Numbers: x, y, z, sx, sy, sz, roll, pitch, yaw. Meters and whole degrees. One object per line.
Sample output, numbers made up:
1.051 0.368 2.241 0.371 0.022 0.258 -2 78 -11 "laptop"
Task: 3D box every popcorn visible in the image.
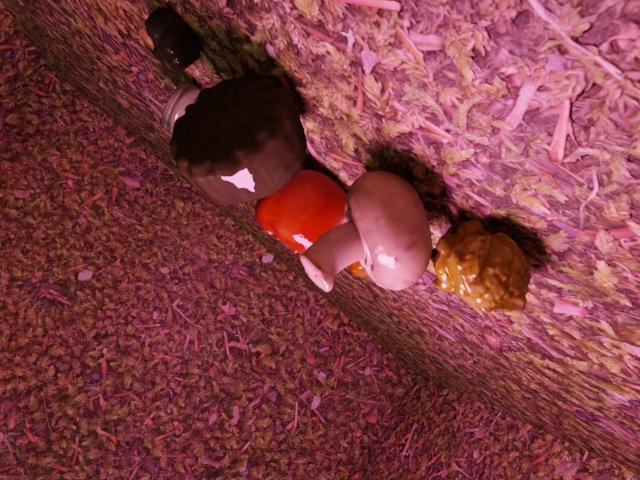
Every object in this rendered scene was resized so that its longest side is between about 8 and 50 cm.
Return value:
0.385 0.072 0.997 0.254 0.195 0.256 39 -174 21 "popcorn"

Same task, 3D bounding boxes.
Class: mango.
0.181 0.103 1.802 0.141 0.102 0.217 13 166 3 "mango"

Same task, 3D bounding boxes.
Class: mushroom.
0.156 -0.008 1.051 0.314 0.356 0.315 15 130 18 "mushroom"

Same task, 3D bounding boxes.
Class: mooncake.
-0.218 -0.272 1.095 0.356 0.356 0.194 28 165 37 "mooncake"
-0.438 -0.580 1.204 0.168 0.104 0.175 37 164 30 "mooncake"

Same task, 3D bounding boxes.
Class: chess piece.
-0.394 -0.411 1.489 0.298 0.195 0.194 32 167 -7 "chess piece"

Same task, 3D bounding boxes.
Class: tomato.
-0.043 -0.092 1.415 0.341 0.273 0.341 33 179 0 "tomato"

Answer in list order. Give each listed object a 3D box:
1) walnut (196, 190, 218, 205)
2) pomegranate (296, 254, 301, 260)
-0.567 -0.295 2.243 0.224 0.224 0.224 36 166 10 "walnut"
-0.023 0.025 1.973 0.209 0.180 0.180 4 158 8 "pomegranate"
